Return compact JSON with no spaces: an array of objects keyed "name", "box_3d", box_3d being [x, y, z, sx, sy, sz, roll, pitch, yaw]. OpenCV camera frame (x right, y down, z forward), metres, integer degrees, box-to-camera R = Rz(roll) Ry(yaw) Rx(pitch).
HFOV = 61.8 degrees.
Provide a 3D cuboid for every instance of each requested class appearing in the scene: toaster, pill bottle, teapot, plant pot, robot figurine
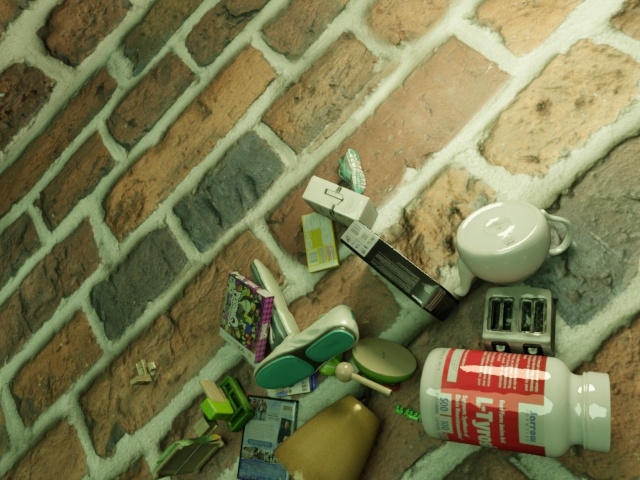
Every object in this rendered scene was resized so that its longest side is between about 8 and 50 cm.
[{"name":"toaster","box_3d":[0.514,0.207,1.372,0.168,0.110,0.185,0,62,28]},{"name":"pill bottle","box_3d":[0.463,0.387,1.285,0.408,0.229,0.229,-1,74,27]},{"name":"teapot","box_3d":[0.498,0.026,1.418,0.256,0.187,0.252,3,45,45]},{"name":"plant pot","box_3d":[0.042,0.557,1.463,0.237,0.237,0.254,34,75,31]},{"name":"robot figurine","box_3d":[0.030,0.352,1.604,0.101,0.067,0.115,2,75,54]}]

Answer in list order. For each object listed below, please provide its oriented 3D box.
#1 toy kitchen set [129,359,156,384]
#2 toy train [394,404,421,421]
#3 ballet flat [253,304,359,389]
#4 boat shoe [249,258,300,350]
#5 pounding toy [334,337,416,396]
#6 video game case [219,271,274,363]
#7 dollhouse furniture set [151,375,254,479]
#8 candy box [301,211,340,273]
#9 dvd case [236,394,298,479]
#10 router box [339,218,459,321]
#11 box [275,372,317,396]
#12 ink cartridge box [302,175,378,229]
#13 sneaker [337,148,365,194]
[{"name":"toy kitchen set","box_3d":[-0.631,0.458,1.892,0.068,0.075,0.083,-32,67,13]},{"name":"toy train","box_3d":[0.245,0.481,1.486,0.083,0.017,0.023,14,90,29]},{"name":"ballet flat","box_3d":[-0.038,0.312,1.567,0.400,0.139,0.139,-37,60,31]},{"name":"boat shoe","box_3d":[-0.171,0.207,1.724,0.099,0.116,0.319,-32,67,10]},{"name":"pounding toy","box_3d":[0.154,0.373,1.475,0.183,0.237,0.110,22,114,26]},{"name":"video game case","box_3d":[-0.240,0.244,1.716,0.210,0.042,0.232,26,111,43]},{"name":"dollhouse furniture set","box_3d":[-0.387,0.575,1.657,0.301,0.198,0.151,-49,55,10]},{"name":"candy box","box_3d":[0.000,0.000,1.755,0.105,0.027,0.205,-15,67,17]},{"name":"dvd case","box_3d":[-0.162,0.612,1.643,0.180,0.022,0.253,-2,73,27]},{"name":"router box","box_3d":[0.223,0.087,1.493,0.309,0.243,0.081,40,94,31]},{"name":"box","box_3d":[-0.077,0.435,1.654,0.136,0.028,0.081,-17,67,23]},{"name":"ink cartridge box","box_3d":[0.063,-0.108,1.673,0.203,0.148,0.085,24,82,23]},{"name":"sneaker","box_3d":[0.099,-0.216,1.767,0.076,0.065,0.166,-28,59,34]}]
